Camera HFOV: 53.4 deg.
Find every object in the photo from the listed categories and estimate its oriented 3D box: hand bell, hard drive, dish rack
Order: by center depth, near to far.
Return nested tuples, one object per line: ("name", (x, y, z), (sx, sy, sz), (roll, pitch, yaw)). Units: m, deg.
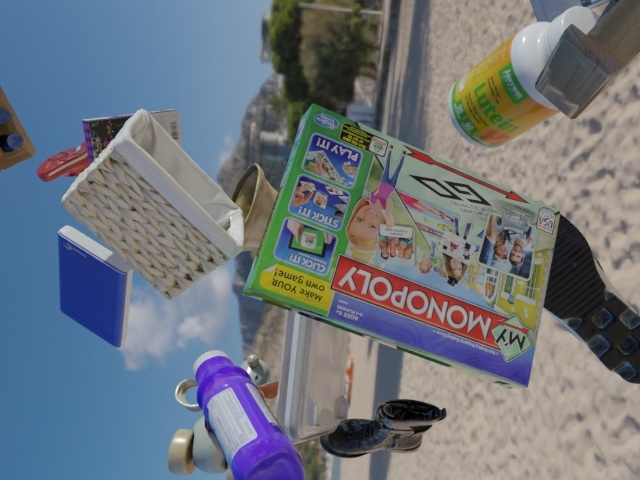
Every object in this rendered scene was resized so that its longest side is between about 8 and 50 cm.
("hand bell", (0.000, 0.000, 0.843), (0.126, 0.242, 0.126), (-50, 29, 41))
("dish rack", (0.002, 0.252, 1.323), (0.285, 0.072, 0.333), (27, -114, -66))
("hard drive", (-0.595, 0.130, 1.673), (0.040, 0.210, 0.318), (-50, -13, -45))

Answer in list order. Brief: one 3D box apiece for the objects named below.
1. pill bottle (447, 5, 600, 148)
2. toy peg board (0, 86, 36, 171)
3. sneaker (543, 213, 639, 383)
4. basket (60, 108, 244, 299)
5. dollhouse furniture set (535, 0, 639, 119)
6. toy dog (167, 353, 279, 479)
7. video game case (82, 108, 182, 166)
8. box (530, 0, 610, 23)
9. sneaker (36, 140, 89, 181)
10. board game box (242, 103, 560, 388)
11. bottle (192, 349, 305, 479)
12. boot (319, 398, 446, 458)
("pill bottle", (0.321, -0.248, 0.985), (0.246, 0.136, 0.136), (148, 132, -61))
("toy peg board", (-0.438, -0.143, 0.757), (0.160, 0.079, 0.161), (-38, -63, -36))
("sneaker", (0.418, 0.081, 1.052), (0.330, 0.122, 0.146), (53, -168, 1))
("basket", (-0.172, -0.036, 0.672), (0.167, 0.103, 0.113), (48, -169, -22))
("dollhouse furniture set", (0.158, -0.236, 0.454), (0.161, 0.242, 0.212), (-46, -10, 4))
("toy dog", (-0.181, 0.320, 1.242), (0.333, 0.220, 0.161), (-107, 19, -60))
("video game case", (-0.400, -0.163, 1.404), (0.210, 0.042, 0.232), (-18, -67, -37))
("box", (0.395, -0.437, 0.973), (0.290, 0.087, 0.169), (-92, -22, -79))
("sneaker", (-0.559, -0.161, 1.525), (0.221, 0.087, 0.128), (-41, -50, -40))
("board game box", (0.100, 0.010, 0.693), (0.046, 0.317, 0.213), (142, 147, -68))
("bottle", (-0.121, 0.266, 0.952), (0.283, 0.092, 0.118), (42, 156, 53))
("boot", (0.128, 0.399, 1.390), (0.229, 0.263, 0.091), (90, 177, -58))
